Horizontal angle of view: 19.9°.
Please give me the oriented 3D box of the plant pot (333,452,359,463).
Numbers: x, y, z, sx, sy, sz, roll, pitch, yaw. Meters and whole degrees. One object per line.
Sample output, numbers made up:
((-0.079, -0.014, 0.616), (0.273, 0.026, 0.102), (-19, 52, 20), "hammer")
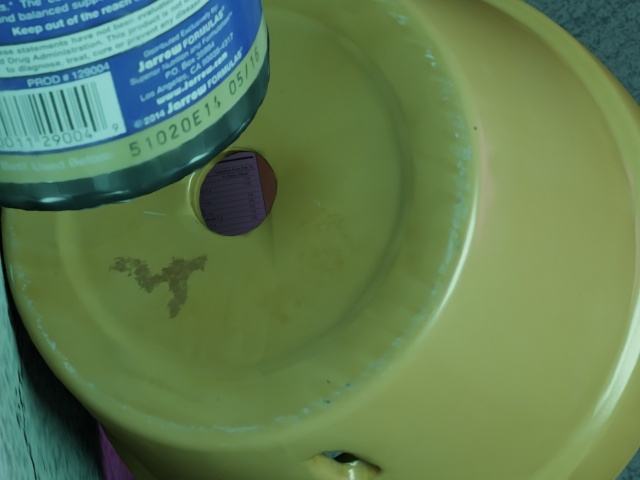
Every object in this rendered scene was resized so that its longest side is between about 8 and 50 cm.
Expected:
((0.036, 0.273, 1.172), (0.293, 0.275, 0.275), (1, 78, -72), "plant pot")

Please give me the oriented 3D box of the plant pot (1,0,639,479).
((0.000, 0.000, 0.781), (0.203, 0.291, 0.291), (33, 45, -68), "plant pot")

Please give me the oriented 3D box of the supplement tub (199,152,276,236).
((-0.053, -0.013, 1.101), (0.144, 0.144, 0.199), (73, 6, -87), "supplement tub")

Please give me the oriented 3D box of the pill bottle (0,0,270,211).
((-0.089, -0.125, 0.524), (0.123, 0.123, 0.219), (-100, 180, -49), "pill bottle")
